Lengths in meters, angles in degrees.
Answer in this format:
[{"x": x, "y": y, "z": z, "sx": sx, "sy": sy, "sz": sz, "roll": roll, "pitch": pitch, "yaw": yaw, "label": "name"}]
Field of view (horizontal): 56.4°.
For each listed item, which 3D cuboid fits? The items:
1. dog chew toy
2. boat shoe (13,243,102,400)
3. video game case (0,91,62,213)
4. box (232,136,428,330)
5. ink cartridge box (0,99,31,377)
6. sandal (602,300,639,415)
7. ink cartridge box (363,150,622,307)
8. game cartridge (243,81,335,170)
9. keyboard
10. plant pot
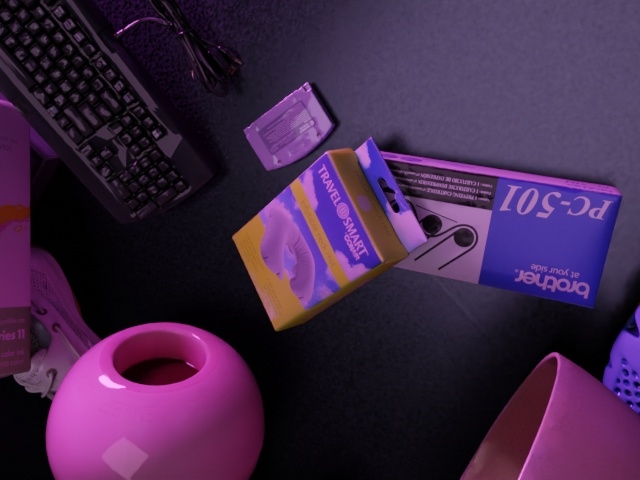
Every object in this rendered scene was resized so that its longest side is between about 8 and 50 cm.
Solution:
[{"x": -0.168, "y": 0.254, "z": 0.623, "sx": 0.207, "sy": 0.206, "sz": 0.331, "roll": 16, "pitch": 116, "yaw": 16, "label": "dog chew toy"}, {"x": -0.313, "y": 0.140, "z": 0.695, "sx": 0.098, "sy": 0.096, "sz": 0.277, "roll": -33, "pitch": 90, "yaw": 24, "label": "boat shoe"}, {"x": -0.468, "y": -0.102, "z": 0.726, "sx": 0.275, "sy": 0.035, "sz": 0.248, "roll": 44, "pitch": 113, "yaw": 5, "label": "video game case"}, {"x": 0.000, "y": 0.000, "z": 0.539, "sx": 0.178, "sy": 0.042, "sz": 0.109, "roll": -38, "pitch": 74, "yaw": 41, "label": "box"}, {"x": -0.415, "y": -0.035, "z": 0.612, "sx": 0.207, "sy": 0.119, "sz": 0.353, "roll": -4, "pitch": 85, "yaw": 20, "label": "ink cartridge box"}, {"x": 0.298, "y": 0.062, "z": 0.393, "sx": 0.126, "sy": 0.138, "sz": 0.317, "roll": 42, "pitch": 138, "yaw": 17, "label": "sandal"}, {"x": 0.137, "y": -0.014, "z": 0.519, "sx": 0.207, "sy": 0.046, "sz": 0.097, "roll": 11, "pitch": 108, "yaw": 17, "label": "ink cartridge box"}, {"x": -0.029, "y": -0.105, "z": 0.575, "sx": 0.083, "sy": 0.017, "sz": 0.056, "roll": -31, "pitch": 88, "yaw": 24, "label": "game cartridge"}, {"x": -0.208, "y": -0.179, "z": 0.559, "sx": 0.202, "sy": 0.033, "sz": 0.317, "roll": -35, "pitch": 109, "yaw": 6, "label": "keyboard"}, {"x": 0.187, "y": 0.252, "z": 0.429, "sx": 0.191, "sy": 0.284, "sz": 0.284, "roll": 30, "pitch": 111, "yaw": 16, "label": "plant pot"}]
